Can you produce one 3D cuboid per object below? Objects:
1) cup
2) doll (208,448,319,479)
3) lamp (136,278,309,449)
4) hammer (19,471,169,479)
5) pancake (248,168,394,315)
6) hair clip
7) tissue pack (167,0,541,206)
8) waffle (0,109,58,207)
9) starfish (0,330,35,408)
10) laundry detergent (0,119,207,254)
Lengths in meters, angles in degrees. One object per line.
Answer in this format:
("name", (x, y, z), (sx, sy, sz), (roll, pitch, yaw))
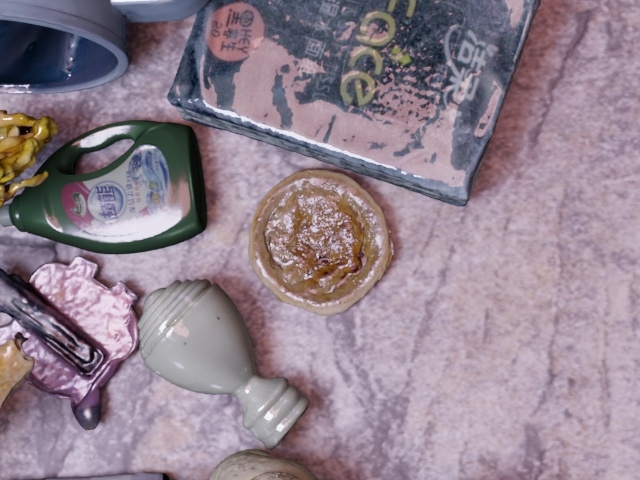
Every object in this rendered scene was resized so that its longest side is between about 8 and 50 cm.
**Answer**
("cup", (-0.285, -0.327, 1.028), (0.331, 0.257, 0.311), (-6, 81, 35))
("doll", (-0.106, 0.299, 1.044), (0.278, 0.175, 0.149), (-32, 41, 12))
("lamp", (-0.096, 0.118, 1.063), (0.193, 0.106, 0.106), (42, 89, -2))
("hammer", (-0.362, 0.252, 1.100), (0.427, 0.044, 0.152), (-4, 85, 5))
("pancake", (0.000, 0.000, 1.097), (0.151, 0.025, 0.152), (-1, 83, 7))
("hair clip", (-0.269, 0.085, 1.109), (0.187, 0.056, 0.146), (33, 87, -1))
("tissue pack", (0.034, -0.186, 1.074), (0.315, 0.103, 0.228), (18, 87, 8))
("waffle", (-0.389, -0.042, 1.054), (0.280, 0.262, 0.060), (-45, 119, -34))
("starfish", (-0.418, 0.211, 1.002), (0.324, 0.082, 0.432), (-1, 109, 4))
("laundry detergent", (-0.226, -0.051, 1.109), (0.211, 0.063, 0.137), (-8, 82, 7))
